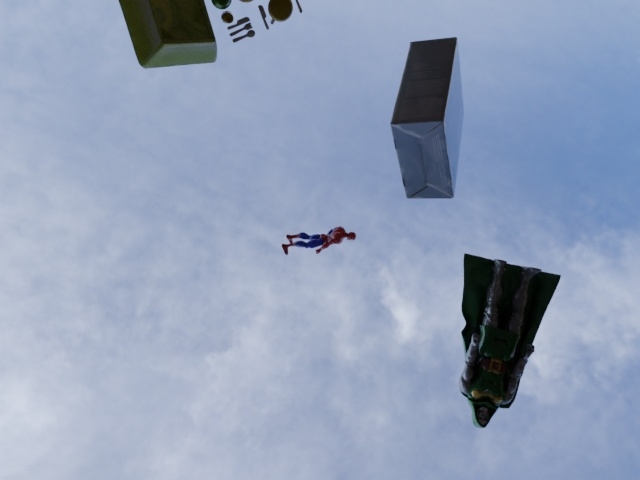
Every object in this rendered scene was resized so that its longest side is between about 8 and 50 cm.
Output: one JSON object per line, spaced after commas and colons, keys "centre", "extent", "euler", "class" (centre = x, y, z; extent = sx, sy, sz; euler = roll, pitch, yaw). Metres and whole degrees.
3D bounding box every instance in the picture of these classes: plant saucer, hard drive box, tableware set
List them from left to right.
{"centre": [-0.272, -0.422, 0.972], "extent": [0.188, 0.045, 0.188], "euler": [-29, -73, -49], "class": "plant saucer"}
{"centre": [-0.116, -0.437, 0.965], "extent": [0.154, 0.104, 0.024], "euler": [-27, -145, -5], "class": "tableware set"}
{"centre": [0.201, -0.219, 0.957], "extent": [0.089, 0.181, 0.232], "euler": [2, -128, 21], "class": "hard drive box"}

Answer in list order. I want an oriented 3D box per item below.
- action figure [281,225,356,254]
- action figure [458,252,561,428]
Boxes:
{"centre": [0.000, 0.000, 0.780], "extent": [0.030, 0.115, 0.038], "euler": [63, -146, -27], "class": "action figure"}
{"centre": [0.245, 0.145, 0.734], "extent": [0.137, 0.063, 0.232], "euler": [12, -92, 9], "class": "action figure"}
